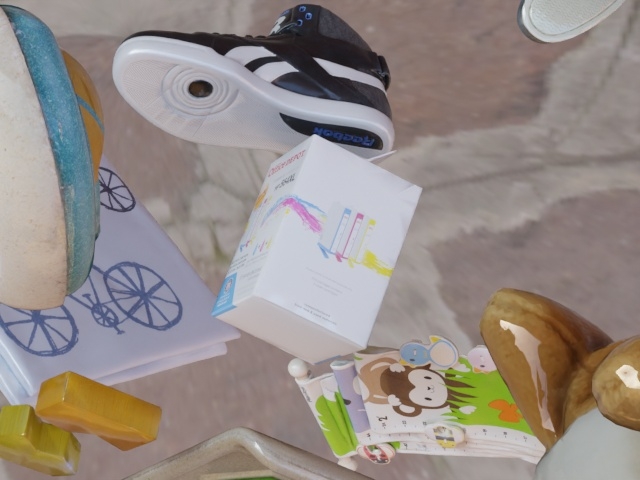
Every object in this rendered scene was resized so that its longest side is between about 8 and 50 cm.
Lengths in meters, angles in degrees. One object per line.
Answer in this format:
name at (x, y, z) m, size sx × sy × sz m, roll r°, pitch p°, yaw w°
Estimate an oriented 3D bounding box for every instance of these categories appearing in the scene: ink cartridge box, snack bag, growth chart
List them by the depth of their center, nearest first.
ink cartridge box at (0.000, 0.000, 1.353) m, size 0.090 × 0.092 × 0.143 m, roll 26°, pitch 70°, yaw -16°
growth chart at (0.091, 0.126, 1.466) m, size 0.237 × 0.021 × 0.172 m, roll -2°, pitch 140°, yaw 28°
snack bag at (-0.269, -0.003, 1.847) m, size 0.342 × 0.323 × 0.037 m, roll 52°, pitch 121°, yaw 15°

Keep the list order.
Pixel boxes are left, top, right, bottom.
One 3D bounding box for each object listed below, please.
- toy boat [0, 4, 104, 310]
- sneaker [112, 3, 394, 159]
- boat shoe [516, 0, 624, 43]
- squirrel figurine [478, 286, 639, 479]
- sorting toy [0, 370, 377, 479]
toy boat at (-0.240, -0.121, 1.474) m, size 0.148 × 0.267 × 0.318 m, roll -19°, pitch 57°, yaw -18°
sneaker at (-0.051, -0.129, 1.418) m, size 0.217 × 0.121 × 0.079 m, roll 17°, pitch 135°, yaw -23°
boat shoe at (0.267, -0.271, 1.923) m, size 0.084 × 0.079 × 0.233 m, roll 45°, pitch 64°, yaw -9°
squirrel figurine at (0.335, 0.163, 1.203) m, size 0.397 × 0.370 × 0.281 m, roll 22°, pitch 61°, yaw -26°
sorting toy at (-0.061, 0.163, 1.125) m, size 0.307 × 0.229 × 0.041 m, roll 26°, pitch 58°, yaw -31°
